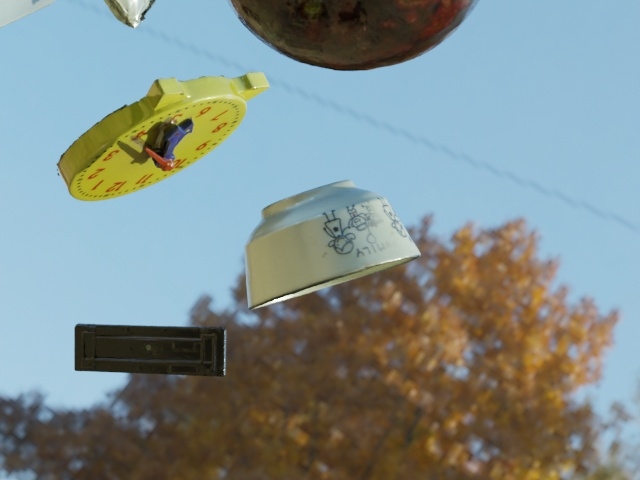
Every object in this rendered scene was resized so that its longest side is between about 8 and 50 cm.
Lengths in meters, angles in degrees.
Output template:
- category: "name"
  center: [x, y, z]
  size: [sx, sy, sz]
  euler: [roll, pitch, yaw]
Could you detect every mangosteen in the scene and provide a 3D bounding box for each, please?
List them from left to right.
- category: "mangosteen"
  center: [0.021, -0.254, 1.314]
  size: [0.231, 0.231, 0.289]
  euler: [46, 5, -16]

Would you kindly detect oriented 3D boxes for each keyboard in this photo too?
- category: "keyboard"
  center: [-0.212, 0.135, 2.044]
  size: [0.204, 0.061, 0.013]
  euler: [0, -1, 19]

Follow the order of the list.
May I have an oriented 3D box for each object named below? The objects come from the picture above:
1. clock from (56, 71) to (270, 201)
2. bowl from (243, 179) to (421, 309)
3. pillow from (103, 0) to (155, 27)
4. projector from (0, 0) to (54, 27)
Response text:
- category: "clock"
  center: [-0.224, -0.132, 2.298]
  size: [0.293, 0.277, 0.071]
  euler: [-37, -105, 40]
- category: "bowl"
  center: [0.000, 0.000, 2.149]
  size: [0.238, 0.238, 0.126]
  euler: [-23, -95, 56]
- category: "pillow"
  center: [-0.195, -0.339, 1.838]
  size: [0.051, 0.229, 0.128]
  euler: [-10, -58, 33]
- category: "projector"
  center: [-0.362, -0.321, 1.713]
  size: [0.099, 0.256, 0.192]
  euler: [13, -67, 13]
